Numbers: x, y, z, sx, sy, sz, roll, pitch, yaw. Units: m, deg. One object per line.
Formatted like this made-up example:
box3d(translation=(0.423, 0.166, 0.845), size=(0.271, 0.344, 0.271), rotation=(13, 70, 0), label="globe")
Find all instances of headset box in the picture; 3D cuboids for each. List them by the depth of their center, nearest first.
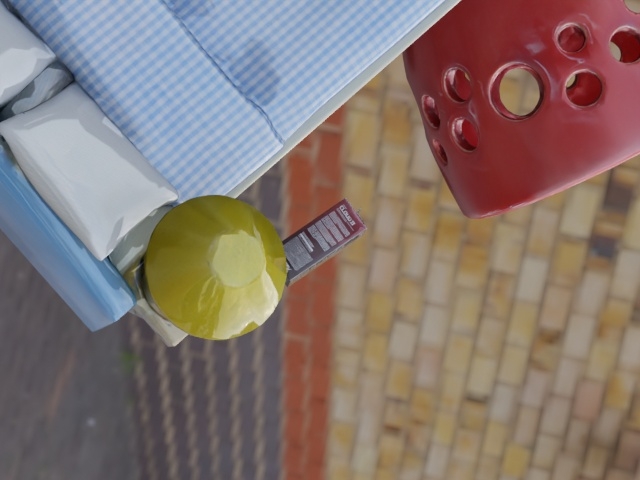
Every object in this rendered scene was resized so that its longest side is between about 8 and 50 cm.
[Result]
box3d(translation=(0.000, 0.000, 1.463), size=(0.083, 0.032, 0.062), rotation=(-35, 177, -5), label="headset box")

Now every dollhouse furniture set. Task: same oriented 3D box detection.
box3d(translation=(-0.025, -0.163, 0.551), size=(0.286, 0.303, 0.198), rotation=(-40, -175, -18), label="dollhouse furniture set")

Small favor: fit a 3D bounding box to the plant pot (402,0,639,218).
box3d(translation=(0.133, -0.127, 1.097), size=(0.174, 0.191, 0.191), rotation=(61, 13, -6), label="plant pot")
